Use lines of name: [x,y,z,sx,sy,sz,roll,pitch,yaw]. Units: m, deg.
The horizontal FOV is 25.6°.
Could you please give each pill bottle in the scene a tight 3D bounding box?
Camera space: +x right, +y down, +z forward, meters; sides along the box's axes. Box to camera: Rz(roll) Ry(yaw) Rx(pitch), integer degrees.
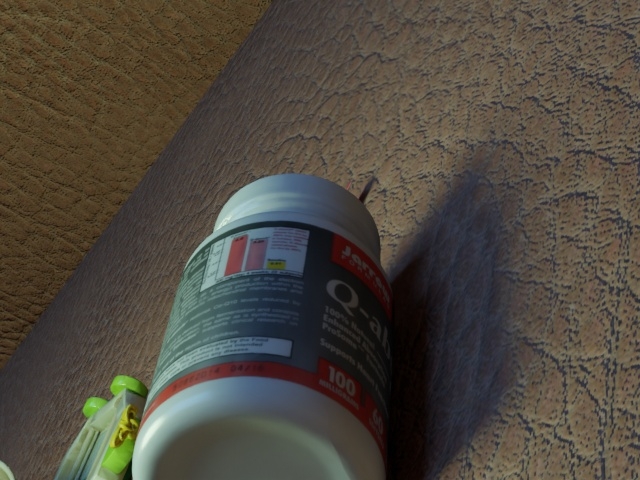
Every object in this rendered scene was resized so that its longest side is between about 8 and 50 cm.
pill bottle: [-0.038,0.103,1.275,0.210,0.210,0.363,-50,18,30]

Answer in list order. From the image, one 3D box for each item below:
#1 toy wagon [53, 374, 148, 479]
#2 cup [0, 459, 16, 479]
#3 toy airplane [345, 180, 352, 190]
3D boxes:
toy wagon: [-0.324,0.328,2.043,0.344,0.068,0.267,-38,26,52]
cup: [-0.522,0.492,1.941,0.331,0.237,0.331,-17,29,10]
toy airplane: [0.000,0.000,1.697,0.151,0.028,0.151,-52,16,21]
